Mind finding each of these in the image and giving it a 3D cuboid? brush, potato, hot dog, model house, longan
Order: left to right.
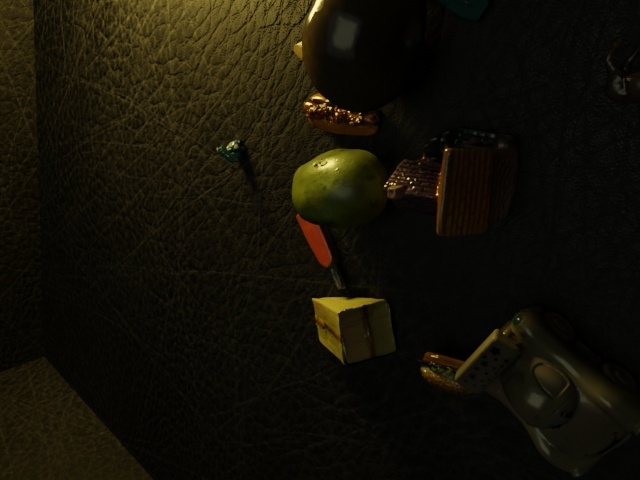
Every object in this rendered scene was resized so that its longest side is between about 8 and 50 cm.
[{"bbox_3d":[0.000,0.000,1.619,0.070,0.051,0.323,-30,79,35],"label":"brush"},{"bbox_3d":[0.046,-0.340,1.461,0.249,0.076,0.102,22,119,34],"label":"hot dog"},{"bbox_3d":[0.050,-0.135,1.433,0.304,0.216,0.215,-11,95,52],"label":"potato"},{"bbox_3d":[0.098,-0.469,1.244,0.288,0.288,0.350,40,132,26],"label":"longan"},{"bbox_3d":[0.285,-0.142,1.200,0.237,0.237,0.202,21,117,36],"label":"model house"}]

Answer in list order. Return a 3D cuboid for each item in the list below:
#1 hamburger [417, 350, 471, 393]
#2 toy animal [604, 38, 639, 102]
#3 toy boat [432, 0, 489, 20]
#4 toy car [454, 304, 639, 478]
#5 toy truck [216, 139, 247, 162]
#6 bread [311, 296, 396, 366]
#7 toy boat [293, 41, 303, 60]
[{"bbox_3d":[0.329,0.338,1.367,0.166,0.137,0.087,8,85,45],"label":"hamburger"},{"bbox_3d":[0.629,-0.273,0.972,0.214,0.094,0.186,13,106,46],"label":"toy animal"},{"bbox_3d":[0.284,-0.559,1.185,0.175,0.110,0.091,24,128,-14],"label":"toy boat"},{"bbox_3d":[0.496,0.330,1.158,0.336,0.226,0.242,46,127,23],"label":"toy car"},{"bbox_3d":[-0.294,-0.292,1.761,0.056,0.090,0.073,-16,91,42],"label":"toy truck"},{"bbox_3d":[0.094,0.246,1.612,0.264,0.163,0.167,-160,59,-71],"label":"bread"},{"bbox_3d":[0.000,-0.473,1.475,0.206,0.064,0.072,50,144,19],"label":"toy boat"}]
